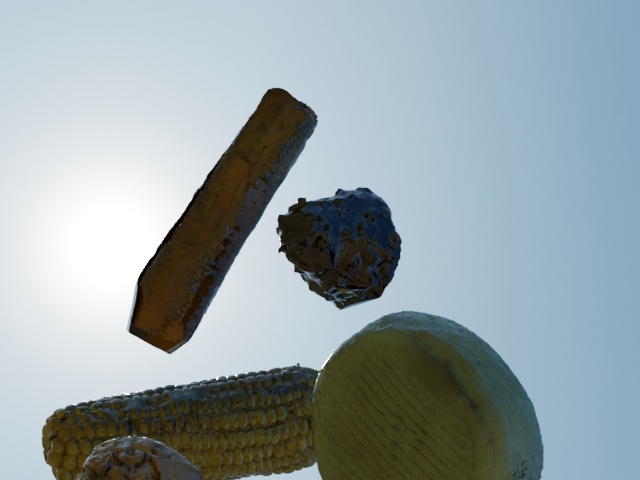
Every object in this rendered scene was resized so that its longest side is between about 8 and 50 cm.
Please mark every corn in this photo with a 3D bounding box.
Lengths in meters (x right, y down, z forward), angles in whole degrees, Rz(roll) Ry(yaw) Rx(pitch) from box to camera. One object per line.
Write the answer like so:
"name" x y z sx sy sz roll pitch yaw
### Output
"corn" -0.114 0.187 1.593 0.115 0.317 0.115 172 -90 -69

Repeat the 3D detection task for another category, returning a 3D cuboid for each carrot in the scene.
"carrot" -0.087 -0.020 1.453 0.070 0.070 0.260 28 -98 40

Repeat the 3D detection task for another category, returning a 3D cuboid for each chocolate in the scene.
"chocolate" 0.000 0.000 1.935 0.156 0.133 0.156 -11 -106 45

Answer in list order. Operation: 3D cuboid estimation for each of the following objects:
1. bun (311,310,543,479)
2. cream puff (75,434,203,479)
"bun" 0.093 0.162 1.373 0.221 0.108 0.221 9 -77 44
"cream puff" -0.133 0.203 1.165 0.119 0.104 0.133 -9 -108 19
